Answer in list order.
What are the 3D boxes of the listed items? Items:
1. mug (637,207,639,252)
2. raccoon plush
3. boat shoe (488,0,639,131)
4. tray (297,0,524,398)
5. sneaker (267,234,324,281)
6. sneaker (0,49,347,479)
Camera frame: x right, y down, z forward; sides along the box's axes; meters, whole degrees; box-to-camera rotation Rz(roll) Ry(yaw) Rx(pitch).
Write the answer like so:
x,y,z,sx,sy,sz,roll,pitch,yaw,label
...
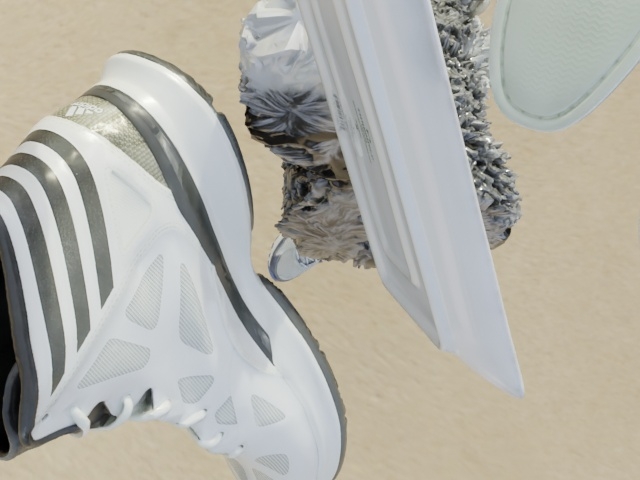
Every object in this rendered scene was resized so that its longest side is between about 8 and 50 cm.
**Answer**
x,y,z,sx,sy,sz,roll,pitch,yaw,label
0.532,-0.075,1.236,0.276,0.328,0.374,5,77,-15,mug
0.067,-0.170,1.020,0.216,0.446,0.299,1,66,6,raccoon plush
0.207,-0.206,0.772,0.114,0.091,0.302,31,100,23,boat shoe
0.030,-0.058,0.578,0.030,0.145,0.270,-21,116,-8,tray
0.000,0.000,1.333,0.135,0.058,0.052,-38,112,-19,sneaker
-0.146,0.104,0.917,0.257,0.169,0.447,-44,132,-29,sneaker
